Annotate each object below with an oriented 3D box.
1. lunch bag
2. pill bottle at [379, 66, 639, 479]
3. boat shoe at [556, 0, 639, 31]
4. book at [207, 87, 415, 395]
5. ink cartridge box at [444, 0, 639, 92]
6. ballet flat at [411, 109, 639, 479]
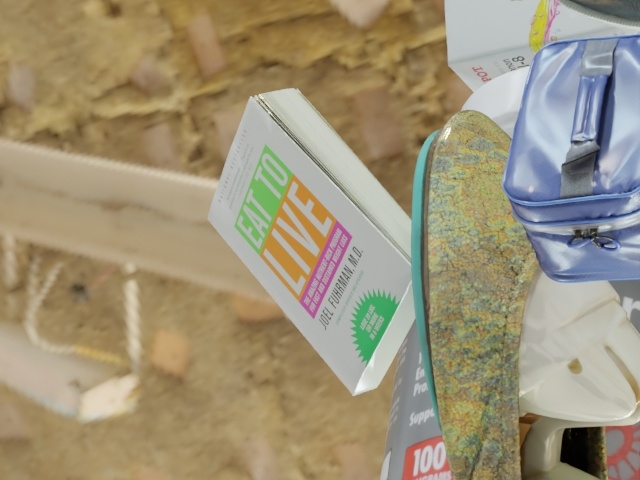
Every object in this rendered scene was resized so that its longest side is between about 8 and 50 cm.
[{"bbox_3d":[0.111,-0.033,0.739,0.067,0.098,0.065,-6,-41,26],"label":"lunch bag"},{"bbox_3d":[0.157,0.073,1.271,0.210,0.362,0.210,7,-32,4],"label":"pill bottle"},{"bbox_3d":[0.196,-0.157,0.829,0.303,0.091,0.114,-4,-97,44],"label":"boat shoe"},{"bbox_3d":[0.000,0.000,1.017,0.144,0.035,0.096,48,-48,28],"label":"book"},{"bbox_3d":[0.193,-0.182,1.420,0.176,0.128,0.127,-9,-112,23],"label":"ink cartridge box"},{"bbox_3d":[0.117,0.109,0.918,0.123,0.123,0.348,2,-82,36],"label":"ballet flat"}]
